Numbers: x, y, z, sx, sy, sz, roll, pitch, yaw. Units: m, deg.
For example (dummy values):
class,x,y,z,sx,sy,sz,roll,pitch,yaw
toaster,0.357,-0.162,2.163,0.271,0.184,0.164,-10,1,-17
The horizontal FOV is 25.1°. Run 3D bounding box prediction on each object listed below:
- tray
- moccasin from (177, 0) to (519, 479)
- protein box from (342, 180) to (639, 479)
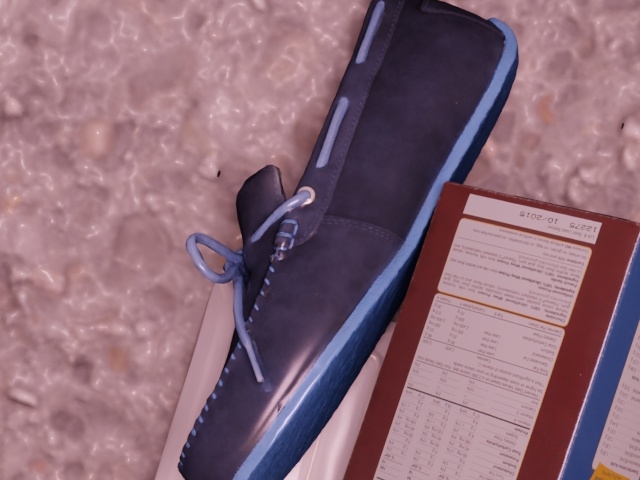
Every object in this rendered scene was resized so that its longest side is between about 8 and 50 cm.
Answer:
class,x,y,z,sx,sy,sz,roll,pitch,yaw
tray,-0.035,0.165,0.904,0.145,0.030,0.270,16,78,1
moccasin,0.000,0.000,0.870,0.117,0.138,0.342,28,67,9
protein box,0.145,0.099,0.837,0.200,0.136,0.201,24,84,-48
